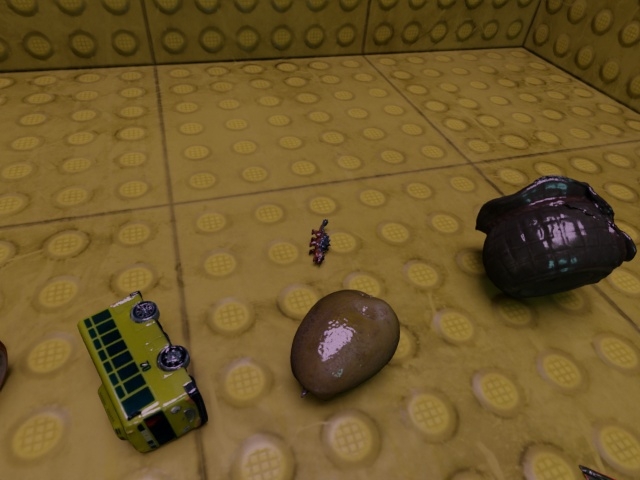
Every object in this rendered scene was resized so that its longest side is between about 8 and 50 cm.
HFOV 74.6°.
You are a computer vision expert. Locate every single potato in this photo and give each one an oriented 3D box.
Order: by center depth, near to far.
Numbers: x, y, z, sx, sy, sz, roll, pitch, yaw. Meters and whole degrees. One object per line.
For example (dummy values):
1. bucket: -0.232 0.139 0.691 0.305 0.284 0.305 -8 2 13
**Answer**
1. potato: 0.040 0.199 0.808 0.174 0.159 0.251 15 48 45

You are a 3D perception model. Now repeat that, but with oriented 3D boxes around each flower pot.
1. flower pot: 0.525 0.001 0.963 0.301 0.302 0.214 -4 67 -10

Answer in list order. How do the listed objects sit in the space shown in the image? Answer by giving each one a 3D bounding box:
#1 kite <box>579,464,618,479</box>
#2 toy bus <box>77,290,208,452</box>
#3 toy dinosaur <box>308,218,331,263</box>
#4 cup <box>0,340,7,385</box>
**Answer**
1. kite: 0.528 0.475 0.671 0.183 0.014 0.241 -8 46 -13
2. toy bus: -0.320 0.233 0.752 0.149 0.128 0.262 -27 51 -29
3. toy dinosaur: 0.000 0.000 1.084 0.055 0.049 0.154 8 49 6
4. cup: -0.703 0.209 0.730 0.263 0.183 0.226 11 12 -5
